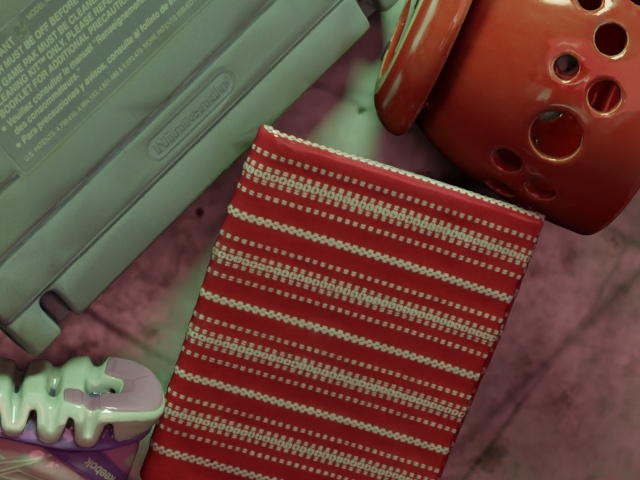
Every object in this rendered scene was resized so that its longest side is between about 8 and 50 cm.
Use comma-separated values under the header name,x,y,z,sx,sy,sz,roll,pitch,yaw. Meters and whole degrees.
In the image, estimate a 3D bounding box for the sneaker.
name,x,y,z,sx,sy,sz,roll,pitch,yaw
sneaker,-0.224,0.128,0.969,0.237,0.095,0.104,8,113,-6

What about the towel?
name,x,y,z,sx,sy,sz,roll,pitch,yaw
towel,0.010,0.074,0.984,0.199,0.031,0.274,16,112,-10

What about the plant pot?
name,x,y,z,sx,sy,sz,roll,pitch,yaw
plant pot,0.137,-0.118,0.971,0.174,0.191,0.191,21,88,-5

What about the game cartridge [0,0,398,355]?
name,x,y,z,sx,sy,sz,roll,pitch,yaw
game cartridge,-0.123,-0.125,0.923,0.355,0.068,0.230,-45,127,-12
